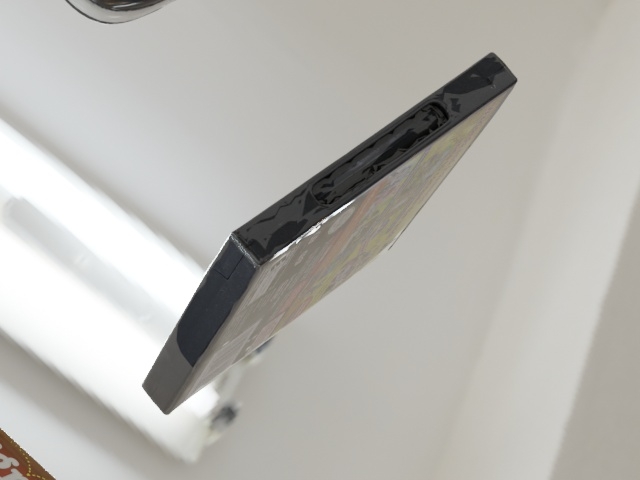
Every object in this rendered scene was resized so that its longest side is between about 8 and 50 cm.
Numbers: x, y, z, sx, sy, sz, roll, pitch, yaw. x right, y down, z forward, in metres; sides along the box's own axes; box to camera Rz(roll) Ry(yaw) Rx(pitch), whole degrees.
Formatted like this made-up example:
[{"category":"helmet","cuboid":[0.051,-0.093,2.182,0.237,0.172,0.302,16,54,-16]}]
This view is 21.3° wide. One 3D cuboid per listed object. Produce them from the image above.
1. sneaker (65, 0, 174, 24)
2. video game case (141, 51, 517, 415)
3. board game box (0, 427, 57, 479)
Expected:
[{"category":"sneaker","cuboid":[-0.025,-0.185,0.712,0.235,0.097,0.084,-42,-81,-2]},{"category":"video game case","cuboid":[0.000,0.000,1.220,0.248,0.275,0.035,-36,-100,-30]},{"category":"board game box","cuboid":[-0.224,0.213,1.230,0.281,0.027,0.145,39,-157,18]}]
